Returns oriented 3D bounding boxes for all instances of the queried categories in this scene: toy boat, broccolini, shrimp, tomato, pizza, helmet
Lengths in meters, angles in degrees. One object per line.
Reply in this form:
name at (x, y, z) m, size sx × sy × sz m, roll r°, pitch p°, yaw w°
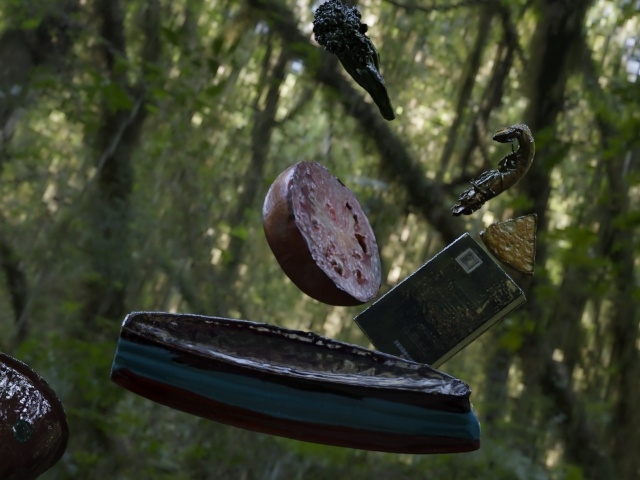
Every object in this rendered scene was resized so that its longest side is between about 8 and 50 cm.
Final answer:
toy boat at (-0.021, 0.145, 1.420) m, size 0.392 × 0.136 × 0.079 m, roll 11°, pitch -53°, yaw 6°
broccolini at (0.054, -0.229, 1.719) m, size 0.091 × 0.068 × 0.202 m, roll 26°, pitch -11°, yaw 36°
shrimp at (0.265, -0.110, 2.087) m, size 0.034 × 0.178 × 0.124 m, roll 42°, pitch -25°, yaw 36°
tomato at (-0.003, 0.001, 1.931) m, size 0.085 × 0.225 × 0.225 m, roll -30°, pitch -53°, yaw 25°
pizza at (0.348, -0.001, 2.400) m, size 0.123 × 0.108 × 0.026 m, roll 41°, pitch -11°, yaw 5°
helmet at (-0.329, 0.191, 1.253) m, size 0.175 × 0.106 × 0.155 m, roll -22°, pitch -69°, yaw 28°

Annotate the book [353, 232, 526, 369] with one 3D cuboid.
book at (0.180, 0.105, 2.105) m, size 0.160 × 0.228 × 0.024 m, roll 51°, pitch -2°, yaw 37°
